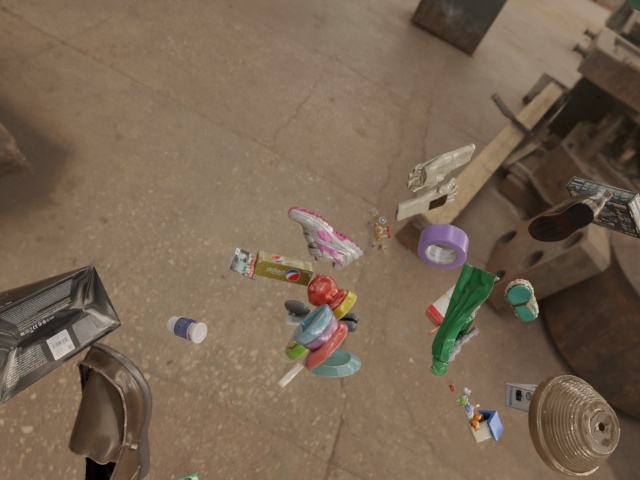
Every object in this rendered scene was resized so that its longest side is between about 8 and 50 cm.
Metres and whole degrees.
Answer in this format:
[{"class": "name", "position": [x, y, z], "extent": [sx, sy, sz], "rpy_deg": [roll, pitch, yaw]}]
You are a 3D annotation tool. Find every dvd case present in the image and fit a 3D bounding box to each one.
[{"class": "dvd case", "position": [-0.270, 0.084, 1.896], "extent": [0.119, 0.013, 0.087], "rpy_deg": [28, 68, -36]}]

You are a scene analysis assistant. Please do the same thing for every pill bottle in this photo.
[{"class": "pill bottle", "position": [-0.419, 0.274, 1.637], "extent": [0.120, 0.067, 0.067], "rpy_deg": [12, 31, 29]}]

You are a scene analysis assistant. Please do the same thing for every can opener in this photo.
[{"class": "can opener", "position": [-0.004, 0.278, 1.889], "extent": [0.280, 0.093, 0.074], "rpy_deg": [5, 46, 19]}]

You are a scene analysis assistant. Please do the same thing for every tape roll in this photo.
[{"class": "tape roll", "position": [0.481, 0.024, 2.055], "extent": [0.189, 0.189, 0.080], "rpy_deg": [25, 55, -7]}]

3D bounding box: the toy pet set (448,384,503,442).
[{"class": "toy pet set", "position": [0.324, 0.348, 1.059], "extent": [0.122, 0.065, 0.114], "rpy_deg": [-112, 178, -83]}]

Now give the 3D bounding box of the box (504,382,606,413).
[{"class": "box", "position": [0.815, 0.572, 1.836], "extent": [0.169, 0.290, 0.087], "rpy_deg": [11, 82, -29]}]

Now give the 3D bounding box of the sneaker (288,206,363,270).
[{"class": "sneaker", "position": [0.000, 0.000, 1.513], "extent": [0.252, 0.111, 0.103], "rpy_deg": [38, 5, -10]}]

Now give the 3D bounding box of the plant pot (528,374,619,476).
[{"class": "plant pot", "position": [0.625, 0.440, 1.249], "extent": [0.237, 0.110, 0.237], "rpy_deg": [7, 73, -23]}]

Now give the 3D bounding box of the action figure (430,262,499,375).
[{"class": "action figure", "position": [0.279, 0.166, 1.052], "extent": [0.063, 0.232, 0.137], "rpy_deg": [25, 3, -8]}]

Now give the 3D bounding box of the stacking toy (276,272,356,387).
[{"class": "stacking toy", "position": [-0.046, 0.245, 1.508], "extent": [0.130, 0.279, 0.309], "rpy_deg": [45, 20, -9]}]

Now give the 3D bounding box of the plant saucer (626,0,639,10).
[{"class": "plant saucer", "position": [0.513, -0.390, 0.809], "extent": [0.119, 0.021, 0.119], "rpy_deg": [37, -4, 3]}]

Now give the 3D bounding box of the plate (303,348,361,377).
[{"class": "plate", "position": [0.037, 0.387, 1.703], "extent": [0.188, 0.024, 0.188], "rpy_deg": [0, 17, 0]}]

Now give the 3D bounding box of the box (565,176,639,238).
[{"class": "box", "position": [0.909, -0.105, 1.664], "extent": [0.175, 0.051, 0.220], "rpy_deg": [46, -7, -34]}]

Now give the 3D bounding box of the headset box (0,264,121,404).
[{"class": "headset box", "position": [-0.489, 0.149, 0.775], "extent": [0.218, 0.293, 0.110], "rpy_deg": [-40, 113, -60]}]

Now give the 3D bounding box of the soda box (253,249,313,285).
[{"class": "soda box", "position": [-0.118, 0.088, 1.654], "extent": [0.181, 0.061, 0.058], "rpy_deg": [14, 28, -13]}]

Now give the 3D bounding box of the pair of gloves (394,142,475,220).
[{"class": "pair of gloves", "position": [0.309, -0.148, 1.412], "extent": [0.204, 0.240, 0.042], "rpy_deg": [-21, 60, -21]}]

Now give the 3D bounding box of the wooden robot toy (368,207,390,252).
[{"class": "wooden robot toy", "position": [0.224, -0.042, 1.962], "extent": [0.076, 0.079, 0.173], "rpy_deg": [-8, 81, 0]}]

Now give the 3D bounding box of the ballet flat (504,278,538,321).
[{"class": "ballet flat", "position": [0.623, 0.170, 1.633], "extent": [0.241, 0.091, 0.077], "rpy_deg": [55, 33, -47]}]

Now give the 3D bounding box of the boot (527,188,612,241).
[{"class": "boot", "position": [0.631, -0.061, 1.325], "extent": [0.106, 0.219, 0.082], "rpy_deg": [-31, 88, -24]}]

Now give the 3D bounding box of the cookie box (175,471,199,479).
[{"class": "cookie box", "position": [-0.319, 0.553, 1.130], "extent": [0.107, 0.092, 0.040], "rpy_deg": [-8, 50, -34]}]

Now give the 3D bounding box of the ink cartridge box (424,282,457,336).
[{"class": "ink cartridge box", "position": [0.452, 0.237, 1.872], "extent": [0.231, 0.134, 0.078], "rpy_deg": [-39, 73, -5]}]

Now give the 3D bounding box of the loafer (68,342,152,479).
[{"class": "loafer", "position": [-0.412, 0.367, 1.016], "extent": [0.134, 0.366, 0.130], "rpy_deg": [15, 29, 25]}]
